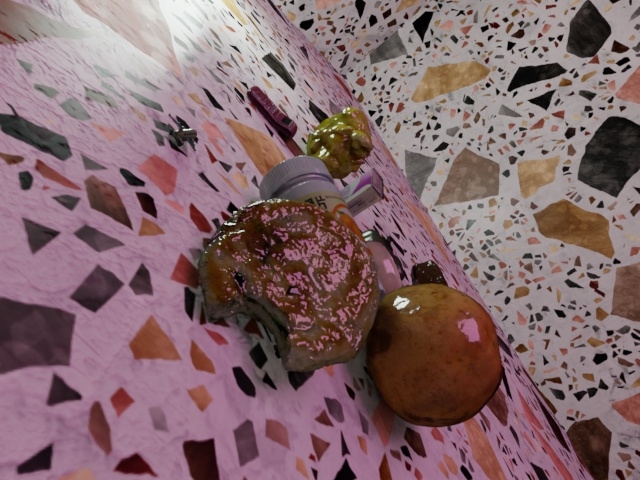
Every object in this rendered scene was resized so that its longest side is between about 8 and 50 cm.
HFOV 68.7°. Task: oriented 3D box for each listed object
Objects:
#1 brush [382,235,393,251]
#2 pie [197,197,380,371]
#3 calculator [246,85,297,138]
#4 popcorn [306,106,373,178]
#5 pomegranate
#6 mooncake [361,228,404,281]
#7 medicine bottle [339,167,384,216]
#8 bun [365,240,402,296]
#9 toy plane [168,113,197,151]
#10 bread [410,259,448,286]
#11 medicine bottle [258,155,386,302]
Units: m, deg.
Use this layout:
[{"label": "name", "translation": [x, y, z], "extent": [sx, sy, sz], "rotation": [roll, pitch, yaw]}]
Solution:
[{"label": "brush", "translation": [0.240, 0.010, 1.666], "extent": [0.063, 0.016, 0.193], "rotation": [54, 20, -1]}, {"label": "pie", "translation": [-0.035, 0.055, 0.711], "extent": [0.302, 0.067, 0.303], "rotation": [16, 48, -18]}, {"label": "calculator", "translation": [-0.145, -0.390, 1.424], "extent": [0.190, 0.034, 0.127], "rotation": [43, 22, -13]}, {"label": "popcorn", "translation": [0.075, -0.303, 1.502], "extent": [0.192, 0.233, 0.266], "rotation": [47, -6, -36]}, {"label": "pomegranate", "translation": [0.212, 0.212, 0.902], "extent": [0.281, 0.281, 0.281], "rotation": [45, 21, -23]}, {"label": "mooncake", "translation": [0.153, 0.055, 1.269], "extent": [0.175, 0.104, 0.168], "rotation": [34, 22, -51]}, {"label": "medicine bottle", "translation": [0.061, -0.085, 1.139], "extent": [0.052, 0.201, 0.171], "rotation": [52, 20, -13]}, {"label": "bun", "translation": [0.103, 0.089, 1.062], "extent": [0.173, 0.119, 0.173], "rotation": [161, -90, -79]}, {"label": "toy plane", "translation": [-0.249, -0.192, 0.854], "extent": [0.080, 0.033, 0.083], "rotation": [53, 12, -1]}, {"label": "bread", "translation": [0.349, 0.226, 1.369], "extent": [0.417, 0.113, 0.165], "rotation": [-89, 161, -63]}, {"label": "medicine bottle", "translation": [0.000, 0.000, 0.918], "extent": [0.158, 0.158, 0.318], "rotation": [24, 36, -55]}]
